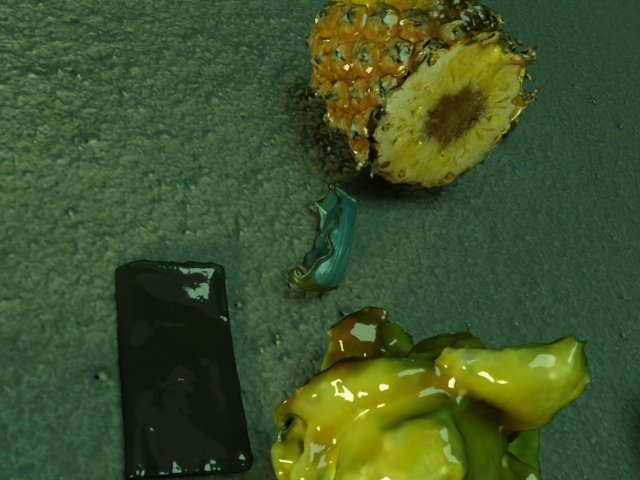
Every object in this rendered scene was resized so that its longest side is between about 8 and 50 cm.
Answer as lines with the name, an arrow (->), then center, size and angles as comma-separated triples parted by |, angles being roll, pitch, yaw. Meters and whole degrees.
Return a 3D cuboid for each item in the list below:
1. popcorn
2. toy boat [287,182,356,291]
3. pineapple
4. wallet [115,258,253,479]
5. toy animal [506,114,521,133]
popcorn -> 0.128, 0.228, 0.792 | 0.326, 0.321, 0.290 | 7, 86, -48
toy boat -> 0.000, 0.000, 1.054 | 0.077, 0.075, 0.185 | 23, 51, -16
pineapple -> 0.151, -0.280, 1.192 | 0.352, 0.352, 0.300 | -1, 49, -30
wallet -> -0.169, 0.146, 0.876 | 0.146, 0.030, 0.285 | 3, 53, -24
toy animal -> 0.327, -0.271, 1.471 | 0.159, 0.083, 0.070 | 24, 72, 4
